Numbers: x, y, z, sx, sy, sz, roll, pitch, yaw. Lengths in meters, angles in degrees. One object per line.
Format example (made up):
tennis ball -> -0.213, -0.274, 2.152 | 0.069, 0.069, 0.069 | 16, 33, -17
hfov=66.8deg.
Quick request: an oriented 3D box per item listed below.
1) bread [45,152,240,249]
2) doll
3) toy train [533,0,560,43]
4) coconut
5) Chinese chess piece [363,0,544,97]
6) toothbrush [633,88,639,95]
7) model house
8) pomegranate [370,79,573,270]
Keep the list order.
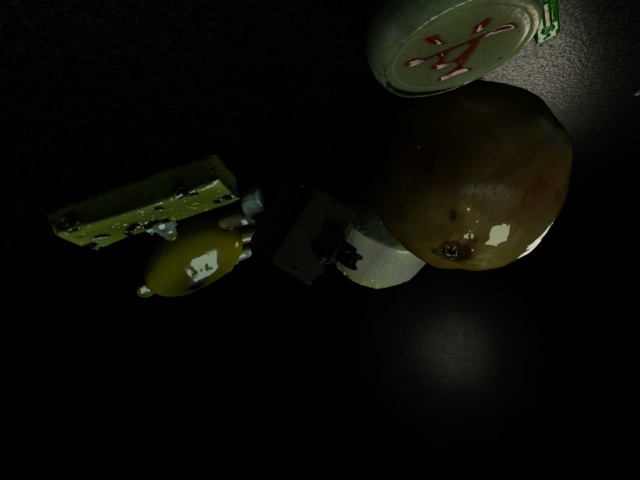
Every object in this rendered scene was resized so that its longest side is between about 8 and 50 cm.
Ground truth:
bread -> -0.358, -0.073, 1.005 | 0.362, 0.077, 0.138 | -18, 166, 4
doll -> -0.287, 0.000, 1.258 | 0.424, 0.161, 0.348 | -14, 145, -16
toy train -> 0.348, -0.376, 0.764 | 0.044, 0.042, 0.209 | -25, 165, 24
coconut -> 0.184, -0.044, 1.307 | 0.298, 0.297, 0.309 | -12, 147, -23
Chinese chess piece -> 0.186, -0.310, 0.700 | 0.250, 0.102, 0.249 | -15, 168, -3
toothbrush -> 0.930, -0.444, 1.290 | 0.019, 0.013, 0.193 | -17, 168, -33
model house -> 0.000, 0.000, 1.203 | 0.211, 0.244, 0.204 | -59, 156, 1
pomegranate -> 0.300, -0.142, 0.994 | 0.412, 0.410, 0.411 | -17, 167, -4
